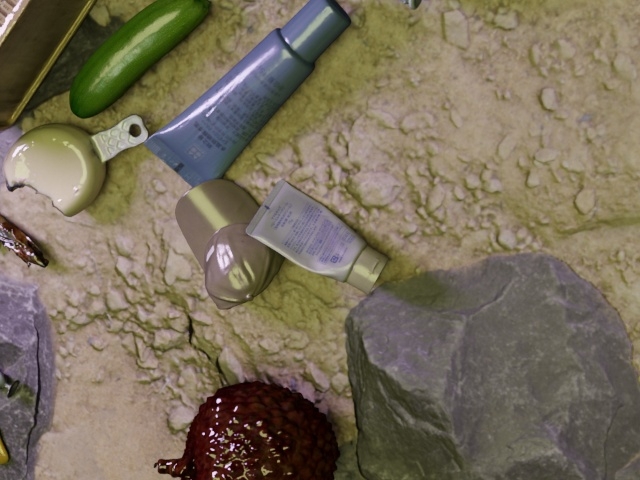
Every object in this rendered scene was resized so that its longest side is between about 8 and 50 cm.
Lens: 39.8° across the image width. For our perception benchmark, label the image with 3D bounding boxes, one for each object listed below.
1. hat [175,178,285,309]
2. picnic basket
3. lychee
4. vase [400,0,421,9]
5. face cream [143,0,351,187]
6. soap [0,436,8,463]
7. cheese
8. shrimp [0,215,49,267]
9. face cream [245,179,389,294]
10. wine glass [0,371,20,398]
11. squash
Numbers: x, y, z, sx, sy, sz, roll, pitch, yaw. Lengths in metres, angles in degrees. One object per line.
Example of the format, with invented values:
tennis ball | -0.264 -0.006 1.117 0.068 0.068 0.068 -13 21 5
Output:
hat | -0.161 0.004 1.438 0.166 0.144 0.173 -37 118 13
picnic basket | -0.534 -0.330 1.388 0.175 0.228 0.313 39 105 0
lychee | -0.116 0.360 1.427 0.300 0.264 0.264 -3 101 -13
vase | 0.015 -0.446 1.309 0.298 0.143 0.143 16 104 10
face cream | -0.109 -0.235 1.401 0.135 0.086 0.385 42 111 -15
soap | -0.610 0.378 1.654 0.034 0.012 0.089 -17 97 14
cheese | -0.413 -0.153 1.481 0.163 0.071 0.249 45 105 0
shrimp | -0.576 0.031 1.565 0.195 0.035 0.148 33 103 10
face cream | 0.000 0.000 1.431 0.224 0.070 0.114 30 66 5
wine glass | -0.594 0.253 1.613 0.083 0.042 0.039 28 76 7
squash | -0.301 -0.306 1.423 0.292 0.082 0.082 -38 92 14
